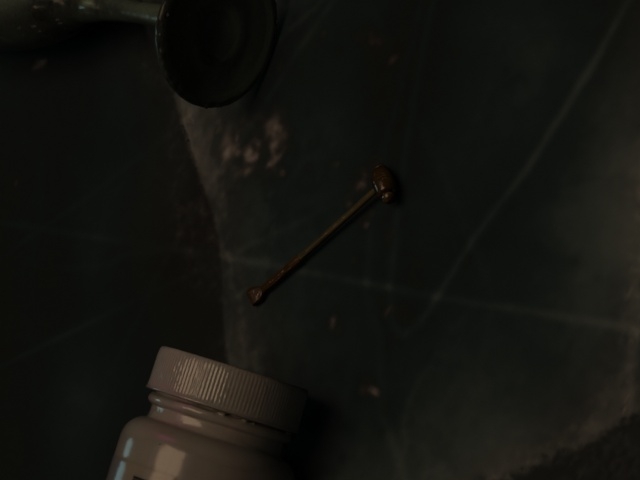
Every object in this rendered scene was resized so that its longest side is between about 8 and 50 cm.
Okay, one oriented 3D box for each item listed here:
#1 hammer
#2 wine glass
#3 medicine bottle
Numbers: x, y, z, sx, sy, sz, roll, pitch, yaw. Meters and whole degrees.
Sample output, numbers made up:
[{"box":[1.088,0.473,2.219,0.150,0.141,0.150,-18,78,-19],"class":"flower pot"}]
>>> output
[{"box":[0.000,0.000,1.076,0.123,0.014,0.029,-42,43,24],"class":"hammer"},{"box":[-0.153,-0.243,1.210,0.309,0.096,0.264,17,100,43],"class":"wine glass"},{"box":[-0.075,0.160,1.018,0.103,0.103,0.186,11,82,42],"class":"medicine bottle"}]
